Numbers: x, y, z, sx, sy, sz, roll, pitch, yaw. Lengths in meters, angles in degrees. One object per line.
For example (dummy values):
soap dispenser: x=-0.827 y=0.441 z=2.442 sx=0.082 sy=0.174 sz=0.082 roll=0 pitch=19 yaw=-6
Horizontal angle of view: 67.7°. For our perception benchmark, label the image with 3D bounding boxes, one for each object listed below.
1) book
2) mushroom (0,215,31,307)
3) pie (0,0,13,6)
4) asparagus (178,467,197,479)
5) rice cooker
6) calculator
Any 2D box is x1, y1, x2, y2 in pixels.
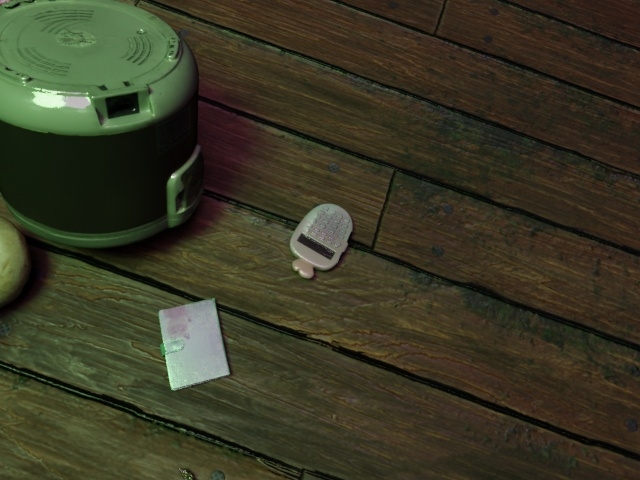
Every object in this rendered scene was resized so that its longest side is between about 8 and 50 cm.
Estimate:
book: x=-0.216 y=0.172 z=0.802 sx=0.103 sy=0.017 sz=0.135 roll=-12 pitch=70 yaw=-14
mushroom: x=-0.546 y=0.035 z=0.755 sx=0.166 sy=0.127 sz=0.167 roll=0 pitch=91 yaw=-3
pie: x=-0.584 y=-0.414 z=0.967 sx=0.204 sy=0.054 sz=0.219 roll=6 pitch=67 yaw=-6
asparagus: x=-0.176 y=0.388 z=0.721 sx=0.014 sy=0.015 sz=0.114 roll=-39 pitch=79 yaw=-19
rice cooker: x=-0.349 y=-0.173 z=0.762 sx=0.334 sy=0.325 sz=0.335 roll=8 pitch=47 yaw=-9
calculator: x=0.000 y=0.000 z=0.902 sx=0.103 sy=0.024 sz=0.166 roll=30 pitch=65 yaw=4
